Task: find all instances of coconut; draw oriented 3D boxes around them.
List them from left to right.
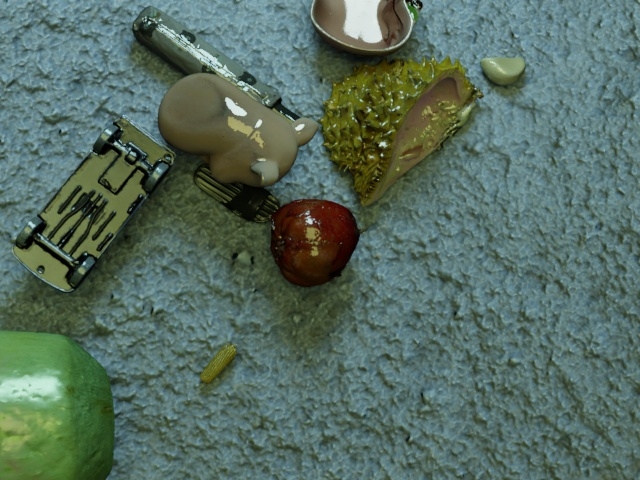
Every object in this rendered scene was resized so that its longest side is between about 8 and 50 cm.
[{"bbox_3d":[-0.474,0.277,1.578,0.328,0.281,0.328,4,75,-17],"label":"coconut"}]

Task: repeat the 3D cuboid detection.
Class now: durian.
[{"bbox_3d":[0.107,-0.228,1.833,0.305,0.185,0.195,-47,64,-5],"label":"durian"}]

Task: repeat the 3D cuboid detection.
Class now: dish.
[{"bbox_3d":[0.076,-0.406,1.859,0.213,0.090,0.213,1,74,-4],"label":"dish"}]

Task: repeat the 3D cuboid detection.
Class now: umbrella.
[{"bbox_3d":[-0.176,-0.286,1.821,0.337,0.073,0.067,35,86,0],"label":"umbrella"}]

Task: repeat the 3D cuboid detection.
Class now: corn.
[{"bbox_3d":[-0.167,0.201,1.754,0.027,0.028,0.083,42,82,-3],"label":"corn"}]

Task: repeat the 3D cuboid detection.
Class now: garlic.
[{"bbox_3d":[0.330,-0.304,1.897,0.083,0.041,0.053,-8,67,-16],"label":"garlic"}]

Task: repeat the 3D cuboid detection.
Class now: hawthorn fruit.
[{"bbox_3d":[0.000,0.000,1.757,0.172,0.148,0.148,-10,80,-27],"label":"hawthorn fruit"}]

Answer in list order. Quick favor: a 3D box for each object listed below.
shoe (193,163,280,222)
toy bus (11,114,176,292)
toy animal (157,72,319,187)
[{"bbox_3d":[-0.144,-0.084,1.799,0.159,0.053,0.062,29,74,3],"label":"shoe"},{"bbox_3d":[-0.368,-0.052,1.727,0.125,0.133,0.292,37,76,-4],"label":"toy bus"},{"bbox_3d":[-0.149,-0.181,1.740,0.250,0.154,0.166,27,69,11],"label":"toy animal"}]
